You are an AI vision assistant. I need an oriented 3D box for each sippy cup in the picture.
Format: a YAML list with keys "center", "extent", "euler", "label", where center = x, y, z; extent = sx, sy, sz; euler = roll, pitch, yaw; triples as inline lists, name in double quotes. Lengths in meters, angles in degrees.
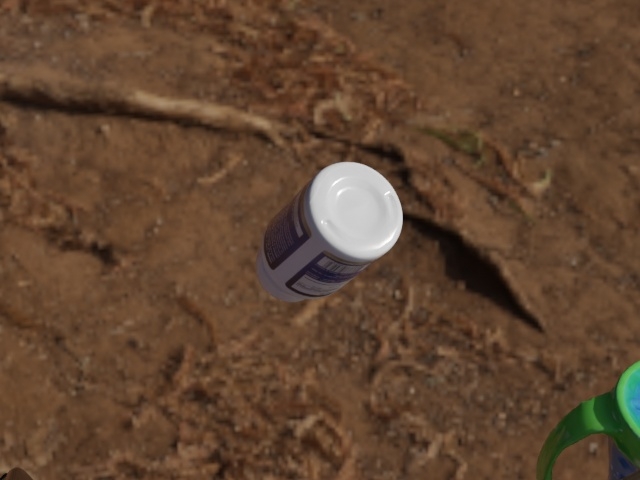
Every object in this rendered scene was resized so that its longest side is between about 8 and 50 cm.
- center: [0.395, 0.271, 1.315]
  extent: [0.305, 0.224, 0.240]
  euler: [27, 34, 30]
  label: "sippy cup"

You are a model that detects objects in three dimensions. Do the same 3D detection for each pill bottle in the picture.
- center: [0.000, 0.000, 1.180]
  extent: [0.094, 0.094, 0.169]
  euler: [-17, -12, -29]
  label: "pill bottle"

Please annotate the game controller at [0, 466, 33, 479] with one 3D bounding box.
- center: [-0.198, 0.264, 0.969]
  extent: [0.067, 0.166, 0.319]
  euler: [-44, 7, -9]
  label: "game controller"

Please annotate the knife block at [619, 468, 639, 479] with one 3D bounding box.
- center: [0.299, 0.205, 0.728]
  extent: [0.088, 0.275, 0.242]
  euler: [-37, -6, 28]
  label: "knife block"
